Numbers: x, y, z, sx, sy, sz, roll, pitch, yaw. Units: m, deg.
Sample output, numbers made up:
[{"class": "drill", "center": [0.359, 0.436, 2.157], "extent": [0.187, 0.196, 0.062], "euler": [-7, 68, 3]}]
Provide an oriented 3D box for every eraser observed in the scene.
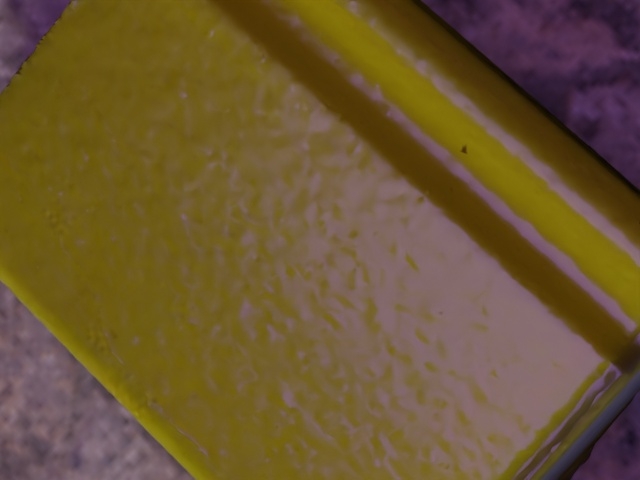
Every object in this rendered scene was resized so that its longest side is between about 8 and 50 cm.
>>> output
[{"class": "eraser", "center": [0.000, 0.000, 0.517], "extent": [0.226, 0.069, 0.158], "euler": [43, 99, 15]}]
